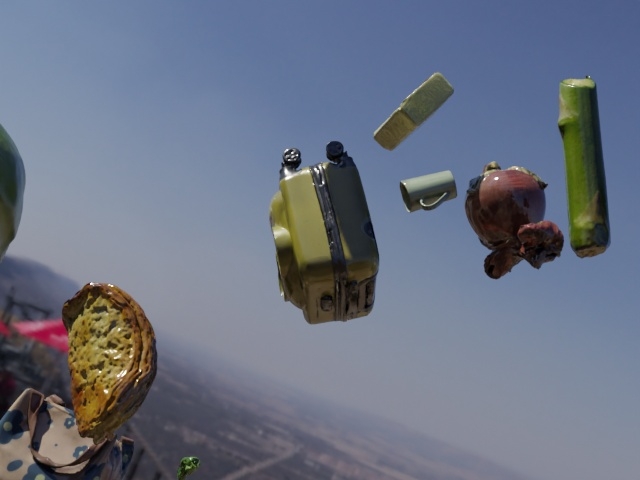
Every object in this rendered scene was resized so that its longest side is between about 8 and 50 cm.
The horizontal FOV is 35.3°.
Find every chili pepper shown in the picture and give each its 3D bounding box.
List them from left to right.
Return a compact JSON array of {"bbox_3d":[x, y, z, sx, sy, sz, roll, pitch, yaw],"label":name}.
[{"bbox_3d":[-0.254,0.434,1.905,0.034,0.030,0.091,30,-45,-6],"label":"chili pepper"}]

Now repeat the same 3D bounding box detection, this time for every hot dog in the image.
[{"bbox_3d":[-0.343,0.203,1.642,0.114,0.259,0.175,13,-38,-44],"label":"hot dog"}]

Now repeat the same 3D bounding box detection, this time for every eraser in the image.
[{"bbox_3d":[0.176,-0.242,1.924,0.058,0.117,0.172,45,-20,-1],"label":"eraser"}]

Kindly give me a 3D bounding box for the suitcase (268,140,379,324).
[{"bbox_3d":[0.000,0.000,1.506,0.143,0.234,0.194,-9,-30,-5],"label":"suitcase"}]

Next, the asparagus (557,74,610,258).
[{"bbox_3d":[0.380,-0.114,1.452,0.067,0.277,0.060,5,-14,-32],"label":"asparagus"}]

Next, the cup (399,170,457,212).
[{"bbox_3d":[0.178,-0.081,1.634,0.083,0.054,0.075,-15,7,-6],"label":"cup"}]

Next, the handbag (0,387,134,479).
[{"bbox_3d":[-0.487,0.401,1.857,0.252,0.193,0.190,27,-15,11],"label":"handbag"}]

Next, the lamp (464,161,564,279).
[{"bbox_3d":[0.361,-0.050,1.867,0.223,0.151,0.215,64,-23,7],"label":"lamp"}]

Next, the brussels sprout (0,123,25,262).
[{"bbox_3d":[-0.478,-0.043,1.080,0.315,0.275,0.371,0,-13,27],"label":"brussels sprout"}]
